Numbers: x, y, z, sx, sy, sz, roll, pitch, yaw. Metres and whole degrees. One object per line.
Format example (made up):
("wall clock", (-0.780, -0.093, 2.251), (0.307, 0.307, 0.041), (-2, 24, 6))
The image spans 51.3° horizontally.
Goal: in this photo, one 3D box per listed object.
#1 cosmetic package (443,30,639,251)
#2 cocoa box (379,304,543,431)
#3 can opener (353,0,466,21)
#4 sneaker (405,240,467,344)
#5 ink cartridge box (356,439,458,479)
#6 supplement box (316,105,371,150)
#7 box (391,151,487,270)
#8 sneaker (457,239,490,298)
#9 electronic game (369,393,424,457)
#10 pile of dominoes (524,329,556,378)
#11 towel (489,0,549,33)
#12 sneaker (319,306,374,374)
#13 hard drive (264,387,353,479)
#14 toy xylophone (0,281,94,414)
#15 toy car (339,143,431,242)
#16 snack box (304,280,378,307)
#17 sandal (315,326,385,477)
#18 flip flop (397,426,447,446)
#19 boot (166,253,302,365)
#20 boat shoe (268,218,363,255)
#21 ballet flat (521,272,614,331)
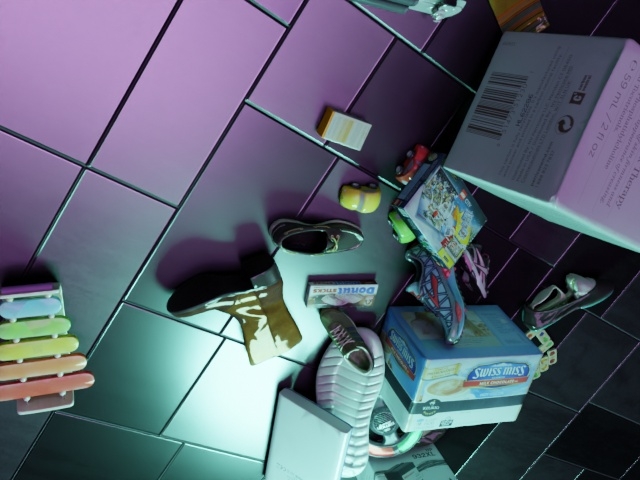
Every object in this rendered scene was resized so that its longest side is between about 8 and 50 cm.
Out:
("cosmetic package", (0.550, -0.201, 1.399), (0.393, 0.327, 0.329), (18, 97, -33))
("cocoa box", (0.341, 0.318, 1.716), (0.347, 0.231, 0.228), (2, 118, -22))
("can opener", (0.158, -0.486, 1.290), (0.280, 0.074, 0.093), (0, 84, -24))
("sneaker", (0.267, 0.128, 1.606), (0.125, 0.262, 0.104), (-8, 162, -8))
("ink cartridge box", (0.256, 0.697, 1.858), (0.223, 0.307, 0.129), (-5, 118, -19))
("supplement box", (0.050, -0.236, 1.400), (0.098, 0.036, 0.062), (15, 112, -28))
("box", (0.274, -0.063, 1.508), (0.159, 0.044, 0.233), (-52, 127, -13))
("sneaker", (0.407, 0.073, 1.704), (0.077, 0.072, 0.178), (-38, 131, -10))
("electronic game", (0.173, 0.488, 1.817), (0.229, 0.048, 0.229), (0, 104, 0))
("pile of dominoes", (0.598, 0.383, 1.973), (0.251, 0.040, 0.196), (-41, 125, 5))
("towel", (0.396, -0.518, 1.384), (0.102, 0.021, 0.237), (-38, 125, 1))
("sneaker", (0.069, 0.245, 1.612), (0.064, 0.086, 0.192), (-37, 99, 8))
("hard drive", (-0.038, 0.563, 1.737), (0.040, 0.210, 0.319), (-27, 135, -51))
("toy xylophone", (-0.614, 0.219, 1.374), (0.236, 0.081, 0.323), (-13, 122, -14))
("toy car", (0.182, -0.077, 1.534), (0.239, 0.053, 0.225), (-29, 125, -4))
("snack box", (0.051, 0.131, 1.621), (0.178, 0.022, 0.064), (0, 117, -21))
("sandal", (0.066, 0.414, 1.743), (0.169, 0.102, 0.416), (8, 102, 0))
("flip flop", (0.327, 0.479, 1.900), (0.277, 0.080, 0.112), (-42, 103, -10))
("boot", (-0.192, 0.184, 1.539), (0.264, 0.096, 0.280), (-26, 132, -15))
("boat shoe", (0.000, 0.000, 1.497), (0.227, 0.069, 0.081), (2, 118, -23))
("ballet flat", (0.686, 0.156, 1.849), (0.280, 0.095, 0.096), (-28, 113, -5))
